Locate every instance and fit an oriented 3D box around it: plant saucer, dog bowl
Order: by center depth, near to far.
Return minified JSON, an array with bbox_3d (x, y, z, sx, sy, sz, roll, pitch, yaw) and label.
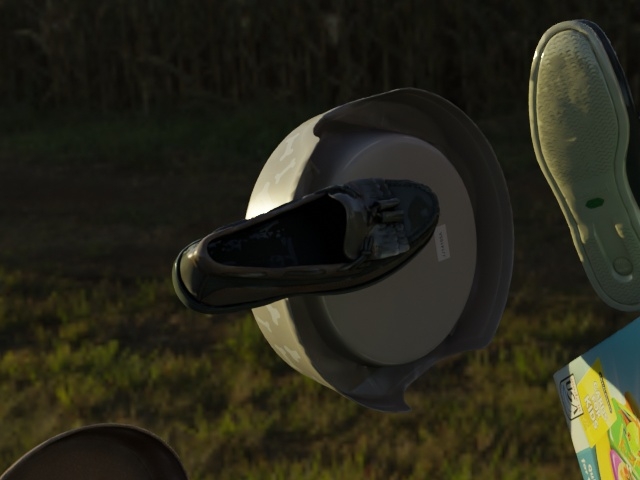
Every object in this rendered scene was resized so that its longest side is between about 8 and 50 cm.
[{"bbox_3d":[0.062,0.009,1.446,0.349,0.348,0.102,-14,12,-41],"label":"dog bowl"},{"bbox_3d":[-0.284,0.349,1.521,0.311,0.310,0.050,-13,23,-39],"label":"plant saucer"}]

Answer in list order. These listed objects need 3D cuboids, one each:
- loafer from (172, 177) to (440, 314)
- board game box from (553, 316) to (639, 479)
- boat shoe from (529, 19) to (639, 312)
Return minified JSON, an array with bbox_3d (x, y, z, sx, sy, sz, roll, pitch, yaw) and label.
[{"bbox_3d":[0.000,0.000,1.196,0.267,0.096,0.084,-18,-16,-22],"label":"loafer"},{"bbox_3d":[0.289,0.181,0.992,0.079,0.253,0.336,-12,-15,-10],"label":"board game box"},{"bbox_3d":[0.226,-0.064,1.040,0.084,0.233,0.079,-8,18,40],"label":"boat shoe"}]
